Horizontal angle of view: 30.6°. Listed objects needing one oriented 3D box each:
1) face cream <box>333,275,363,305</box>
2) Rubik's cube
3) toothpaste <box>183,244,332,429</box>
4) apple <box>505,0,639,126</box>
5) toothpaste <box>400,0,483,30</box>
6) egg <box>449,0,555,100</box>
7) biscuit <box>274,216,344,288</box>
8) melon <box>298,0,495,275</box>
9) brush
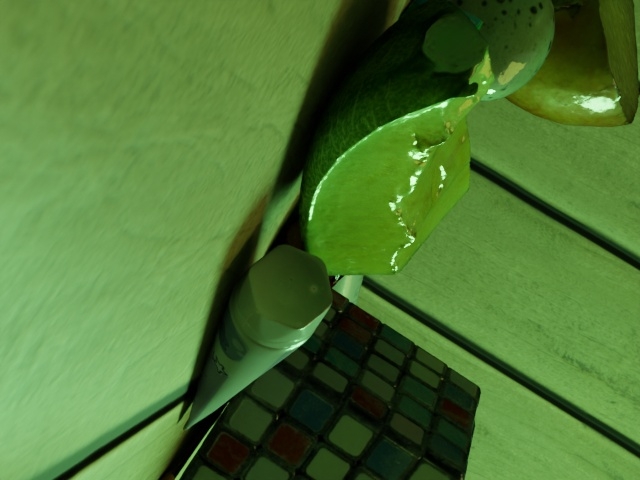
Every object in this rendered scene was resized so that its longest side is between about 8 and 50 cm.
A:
[{"bbox_3d":[0.032,0.052,1.772,0.314,0.089,0.143,-68,172,16],"label":"face cream"},{"bbox_3d":[0.011,0.273,1.522,0.293,0.287,0.292,-58,179,22],"label":"Rubik's cube"},{"bbox_3d":[-0.068,0.102,1.125,0.125,0.080,0.371,-55,180,-24],"label":"toothpaste"},{"bbox_3d":[0.297,-0.243,1.434,0.179,0.254,0.346,-51,175,26],"label":"apple"},{"bbox_3d":[0.084,-0.142,1.158,0.050,0.065,0.266,-51,173,-26],"label":"toothpaste"},{"bbox_3d":[0.171,-0.209,1.176,0.164,0.131,0.131,-75,-170,-50],"label":"egg"},{"bbox_3d":[0.007,-0.001,1.202,0.192,0.049,0.192,-40,159,-19],"label":"biscuit"},{"bbox_3d":[0.063,-0.093,0.927,0.196,0.124,0.323,-57,169,-20],"label":"melon"},{"bbox_3d":[-0.168,0.270,1.502,0.314,0.017,0.090,-54,176,-46],"label":"brush"}]
